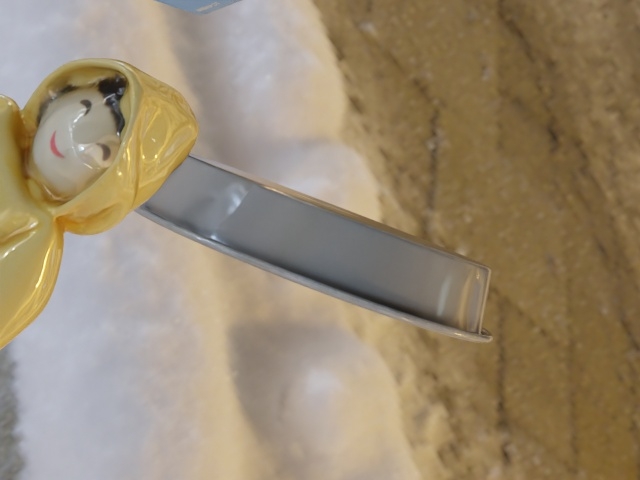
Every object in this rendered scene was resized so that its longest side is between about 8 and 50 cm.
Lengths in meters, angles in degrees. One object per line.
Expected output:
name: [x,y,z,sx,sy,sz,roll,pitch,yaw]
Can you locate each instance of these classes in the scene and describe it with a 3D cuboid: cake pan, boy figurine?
cake pan: [0.000,0.000,1.170,0.293,0.054,0.293,20,2,-1]
boy figurine: [-0.197,-0.008,0.786,0.092,0.285,0.177,64,9,-65]

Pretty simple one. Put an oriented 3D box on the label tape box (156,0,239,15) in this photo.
label tape box: [-0.171,-0.327,1.374,0.348,0.249,0.115,17,74,-36]
